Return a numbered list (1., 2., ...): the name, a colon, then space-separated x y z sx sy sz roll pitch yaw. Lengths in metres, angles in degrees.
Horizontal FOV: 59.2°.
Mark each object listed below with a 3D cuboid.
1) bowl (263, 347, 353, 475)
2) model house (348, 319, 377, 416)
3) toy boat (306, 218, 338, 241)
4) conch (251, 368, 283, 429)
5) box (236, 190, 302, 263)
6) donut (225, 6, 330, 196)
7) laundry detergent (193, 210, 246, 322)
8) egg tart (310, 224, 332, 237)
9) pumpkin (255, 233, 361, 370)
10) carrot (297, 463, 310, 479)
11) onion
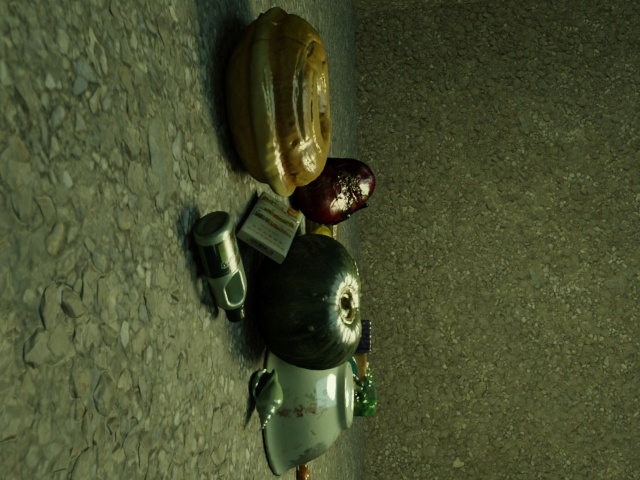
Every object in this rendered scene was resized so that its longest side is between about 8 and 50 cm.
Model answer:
1. bowl: -0.012 0.432 1.583 0.435 0.196 0.434 -2 90 -81
2. model house: 0.074 0.406 1.926 0.312 0.245 0.280 -76 169 -79
3. toy boat: 0.010 -0.004 2.025 0.089 0.115 0.310 35 54 -77
4. conch: -0.134 0.367 1.332 0.065 0.088 0.180 -48 -158 29
5. box: -0.116 -0.036 1.346 0.032 0.122 0.220 -54 -171 27
6. donut: -0.086 -0.322 1.340 0.449 0.198 0.448 0 90 -81
7. laundry detergent: -0.182 0.062 1.071 0.099 0.070 0.225 -92 175 -58
8. egg tart: -0.016 0.098 1.829 0.315 0.120 0.314 -7 90 -75
9. pumpkin: -0.022 0.150 1.400 0.291 0.258 0.327 50 45 -49
10. carrot: -0.041 0.799 1.747 0.059 0.059 0.247 -50 133 -75
11. onion: 0.047 -0.171 1.849 0.221 0.281 0.281 65 11 1
